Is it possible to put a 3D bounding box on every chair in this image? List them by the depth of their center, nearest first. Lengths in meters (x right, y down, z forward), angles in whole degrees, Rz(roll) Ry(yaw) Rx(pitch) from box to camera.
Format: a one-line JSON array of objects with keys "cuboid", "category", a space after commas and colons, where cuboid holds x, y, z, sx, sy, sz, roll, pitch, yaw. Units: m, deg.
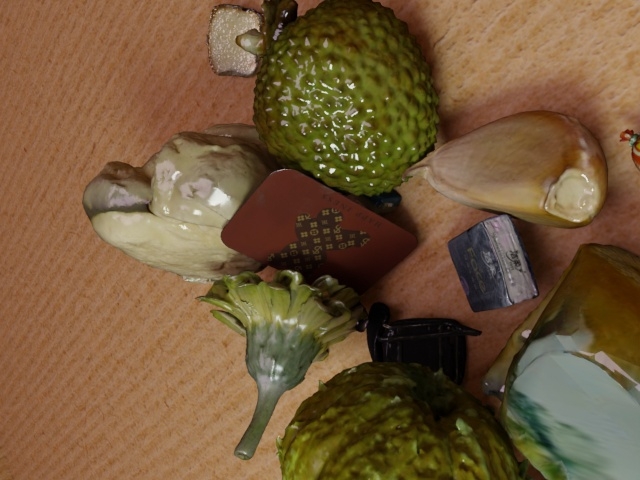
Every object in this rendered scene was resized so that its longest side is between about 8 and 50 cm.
[{"cuboid": [0.148, 0.177, 0.971, 0.145, 0.221, 0.140, -2, 98, -1], "category": "chair"}]

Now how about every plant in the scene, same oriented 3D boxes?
[{"cuboid": [-0.040, 0.165, 1.008, 0.261, 0.306, 0.297, -25, 42, 4], "category": "plant"}]

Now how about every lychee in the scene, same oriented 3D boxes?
[{"cuboid": [0.025, -0.212, 0.911, 0.270, 0.270, 0.320, -28, 115, 41], "category": "lychee"}]

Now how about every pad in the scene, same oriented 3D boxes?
[{"cuboid": [0.000, 0.000, 0.953, 0.181, 0.267, 0.004, -45, 32, 33], "category": "pad"}]

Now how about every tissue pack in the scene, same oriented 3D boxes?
[{"cuboid": [0.226, 0.034, 0.853, 0.156, 0.051, 0.112, 118, 134, -78], "category": "tissue pack"}]

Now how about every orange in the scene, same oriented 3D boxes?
[{"cuboid": [0.096, 0.262, 0.718, 0.300, 0.301, 0.223, 22, 103, 0], "category": "orange"}]

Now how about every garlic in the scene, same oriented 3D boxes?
[{"cuboid": [0.242, -0.084, 0.800, 0.245, 0.164, 0.146, 13, 118, 46], "category": "garlic"}]

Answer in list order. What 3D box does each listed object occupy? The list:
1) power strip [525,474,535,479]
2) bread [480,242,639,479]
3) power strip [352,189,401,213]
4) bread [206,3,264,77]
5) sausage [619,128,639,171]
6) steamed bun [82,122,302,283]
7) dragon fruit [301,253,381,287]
[{"cuboid": [0.213, 0.315, 0.923, 0.216, 0.044, 0.137, 19, 78, 54], "category": "power strip"}, {"cuboid": [0.367, 0.205, 0.675, 0.395, 0.264, 0.239, 46, 120, 28], "category": "bread"}, {"cuboid": [0.070, -0.087, 1.020, 0.123, 0.056, 0.032, 42, 124, 28], "category": "power strip"}, {"cuboid": [-0.152, -0.367, 1.180, 0.126, 0.044, 0.129, 17, 106, 31], "category": "bread"}, {"cuboid": [0.444, -0.056, 0.684, 0.264, 0.083, 0.083, 38, 120, 31], "category": "sausage"}, {"cuboid": [-0.182, -0.071, 1.070, 0.372, 0.325, 0.230, -9, 64, 29], "category": "steamed bun"}, {"cuboid": [0.025, 0.019, 1.048, 0.192, 0.122, 0.092, -38, 45, 40], "category": "dragon fruit"}]
